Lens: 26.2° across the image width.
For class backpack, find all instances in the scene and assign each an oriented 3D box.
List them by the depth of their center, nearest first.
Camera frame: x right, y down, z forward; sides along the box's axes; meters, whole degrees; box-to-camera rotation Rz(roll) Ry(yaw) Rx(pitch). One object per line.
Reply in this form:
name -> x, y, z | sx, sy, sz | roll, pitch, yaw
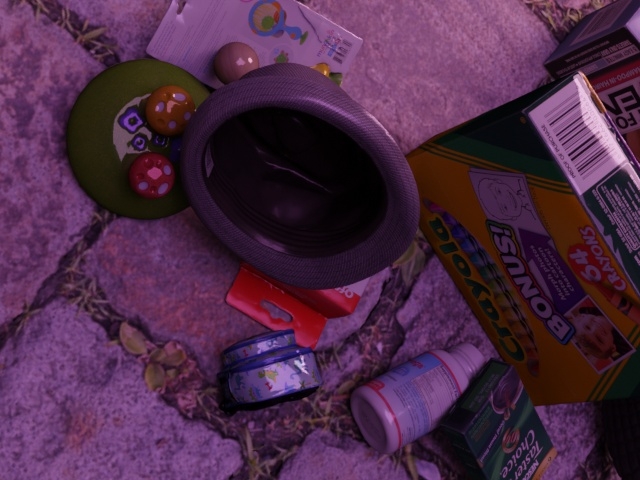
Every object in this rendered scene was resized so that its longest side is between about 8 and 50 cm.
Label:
backpack -> -0.058, 0.146, 1.553 | 0.105, 0.114, 0.084 | -15, 88, -24

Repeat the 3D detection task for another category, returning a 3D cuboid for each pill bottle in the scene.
pill bottle -> 0.122, 0.184, 1.642 | 0.160, 0.087, 0.087 | -25, 93, -25

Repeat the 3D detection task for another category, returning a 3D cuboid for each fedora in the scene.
fedora -> -0.020, -0.088, 1.499 | 0.275, 0.243, 0.124 | 42, 34, -25

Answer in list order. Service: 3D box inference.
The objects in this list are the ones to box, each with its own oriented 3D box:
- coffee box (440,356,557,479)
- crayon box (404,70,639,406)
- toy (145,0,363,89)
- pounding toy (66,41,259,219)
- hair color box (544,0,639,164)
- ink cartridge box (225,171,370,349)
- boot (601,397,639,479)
coffee box -> 0.219, 0.240, 1.657 | 0.113, 0.040, 0.184 | -49, 132, -24
crayon box -> 0.274, 0.015, 1.610 | 0.106, 0.313, 0.363 | -36, 96, -27
toy -> -0.080, -0.234, 1.624 | 0.237, 0.056, 0.137 | 26, 98, -27
pounding toy -> -0.157, -0.117, 1.526 | 0.237, 0.110, 0.183 | -17, 102, -17
hair color box -> 0.490, -0.151, 1.800 | 0.374, 0.185, 0.113 | 46, 67, -11
ink cartridge box -> 0.000, 0.000, 1.621 | 0.134, 0.078, 0.231 | 31, 72, -16
boot -> 0.479, 0.164, 1.771 | 0.222, 0.118, 0.338 | 6, 73, -24
